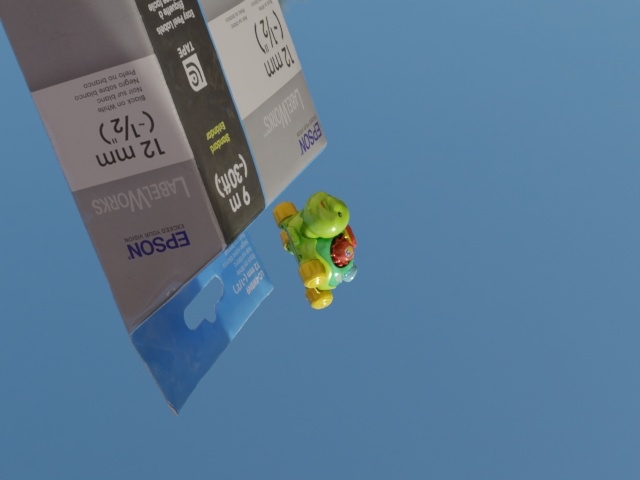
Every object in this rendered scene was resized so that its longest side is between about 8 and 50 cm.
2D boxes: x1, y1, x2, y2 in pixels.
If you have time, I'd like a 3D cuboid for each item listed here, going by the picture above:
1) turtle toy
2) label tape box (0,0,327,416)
[{"bbox_3d":[0.000,0.000,1.302,0.066,0.130,0.095,-22,-117,-5],"label":"turtle toy"},{"bbox_3d":[-0.091,-0.081,1.027,0.115,0.348,0.249,-15,-164,23],"label":"label tape box"}]
